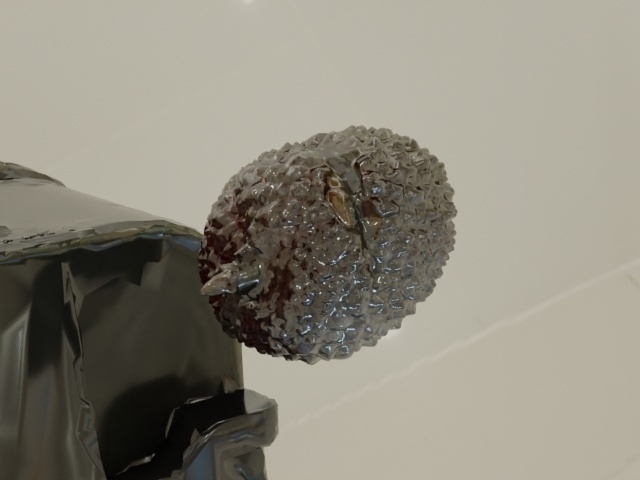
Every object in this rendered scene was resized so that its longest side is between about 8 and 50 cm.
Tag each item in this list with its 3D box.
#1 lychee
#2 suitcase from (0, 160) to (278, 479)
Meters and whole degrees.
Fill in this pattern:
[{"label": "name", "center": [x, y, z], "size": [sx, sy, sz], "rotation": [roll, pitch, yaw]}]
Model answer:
[{"label": "lychee", "center": [0.000, 0.000, 0.400], "size": [0.083, 0.068, 0.067], "rotation": [-19, 41, -27]}, {"label": "suitcase", "center": [-0.217, 0.135, 0.446], "size": [0.433, 0.283, 0.194], "rotation": [-13, 17, -33]}]
